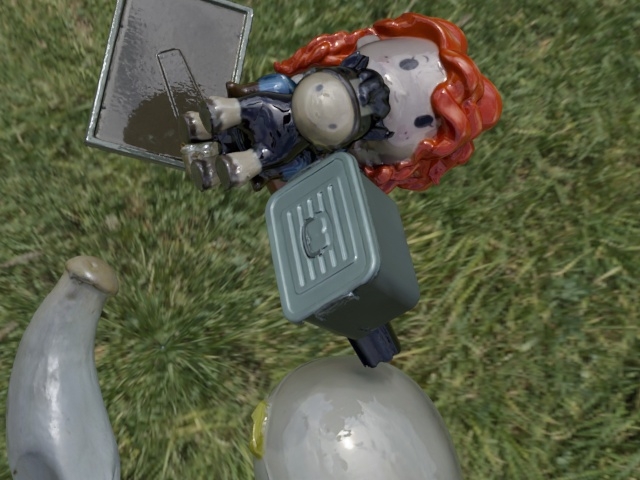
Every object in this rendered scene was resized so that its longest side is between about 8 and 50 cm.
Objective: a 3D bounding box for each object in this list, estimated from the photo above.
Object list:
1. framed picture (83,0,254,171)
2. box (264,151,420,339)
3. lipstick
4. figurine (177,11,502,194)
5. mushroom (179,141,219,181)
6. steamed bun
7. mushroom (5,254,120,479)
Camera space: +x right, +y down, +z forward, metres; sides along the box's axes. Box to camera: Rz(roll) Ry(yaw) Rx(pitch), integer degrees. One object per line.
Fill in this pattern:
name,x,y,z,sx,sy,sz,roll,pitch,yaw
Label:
framed picture,-0.240,-0.271,1.867,0.232,0.024,0.315,15,71,-17
box,0.018,0.008,0.811,0.084,0.069,0.122,-32,49,26
lipstick,0.000,0.000,1.661,0.077,0.077,0.418,-31,106,-9
figurine,0.024,-0.156,1.428,0.411,0.306,0.241,-12,74,-52
mushroom,-0.098,-0.154,1.723,0.225,0.093,0.116,-12,86,-17
steamed bun,0.057,0.363,1.807,0.334,0.334,0.374,-24,73,-9
mushroom,-0.264,0.151,1.175,0.118,0.103,0.270,-3,86,10
